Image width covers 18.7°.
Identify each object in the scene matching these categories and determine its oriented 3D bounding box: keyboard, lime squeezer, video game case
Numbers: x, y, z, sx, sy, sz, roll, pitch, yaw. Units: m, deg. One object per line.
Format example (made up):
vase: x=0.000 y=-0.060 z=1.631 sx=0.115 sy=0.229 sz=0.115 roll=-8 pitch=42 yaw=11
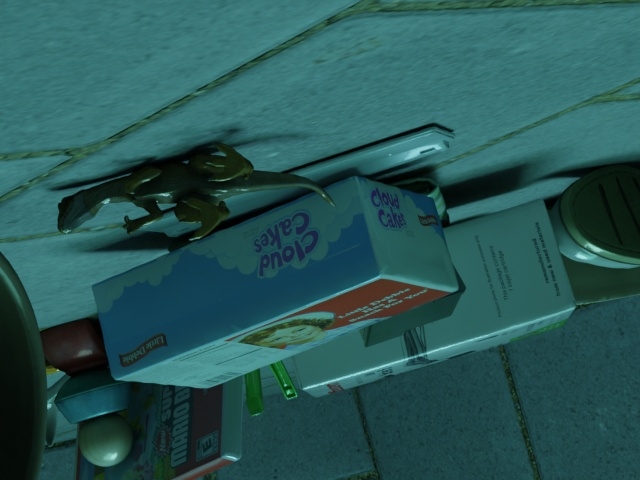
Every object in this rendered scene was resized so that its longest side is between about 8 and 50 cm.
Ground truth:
keyboard: x=-0.021 y=-0.046 z=1.522 sx=0.256 sy=0.014 sz=0.072 roll=-18 pitch=168 yaw=16
lime squeezer: x=-0.056 y=0.112 z=1.974 sx=0.059 sy=0.110 sz=0.310 roll=-34 pitch=175 yaw=3
video game case: x=-0.180 y=0.182 z=2.124 sx=0.025 sy=0.204 sz=0.285 roll=21 pitch=146 yaw=-34

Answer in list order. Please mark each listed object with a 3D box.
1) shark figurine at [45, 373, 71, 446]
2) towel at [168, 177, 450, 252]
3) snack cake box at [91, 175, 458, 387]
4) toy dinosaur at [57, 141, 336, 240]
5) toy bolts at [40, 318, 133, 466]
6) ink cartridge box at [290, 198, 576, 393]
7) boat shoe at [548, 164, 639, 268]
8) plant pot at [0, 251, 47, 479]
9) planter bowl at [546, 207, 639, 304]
shark figurine: x=-0.271 y=0.167 z=2.429 sx=0.278 sy=0.166 sz=0.116 roll=0 pitch=156 yaw=31
towel: x=0.000 y=0.000 z=1.828 sx=0.248 sy=0.038 sz=0.325 roll=-16 pitch=172 yaw=5
snack cake box: x=-0.038 y=0.040 z=1.619 sx=0.264 sy=0.089 sz=0.152 roll=-22 pitch=163 yaw=24
toy dinosaur: x=-0.073 y=-0.040 z=1.321 sx=0.211 sy=0.064 sz=0.112 roll=-4 pitch=-172 yaw=-17
toy bolts: x=-0.296 y=0.190 z=2.154 sx=0.228 sy=0.158 sz=0.218 roll=-18 pitch=172 yaw=24
ink cartridge box: x=0.099 y=0.062 z=1.896 sx=0.273 sy=0.115 sz=0.198 roll=-17 pitch=172 yaw=2
boat shoe: x=0.325 y=-0.019 z=2.056 sx=0.103 sy=0.113 sz=0.302 roll=-29 pitch=167 yaw=40
plant pot: x=-0.342 y=0.114 z=1.265 sx=0.229 sy=0.263 sz=0.263 roll=0 pitch=179 yaw=23
planter bowl: x=0.287 y=0.013 z=2.185 sx=0.162 sy=0.109 sz=0.162 roll=-8 pitch=-179 yaw=0
